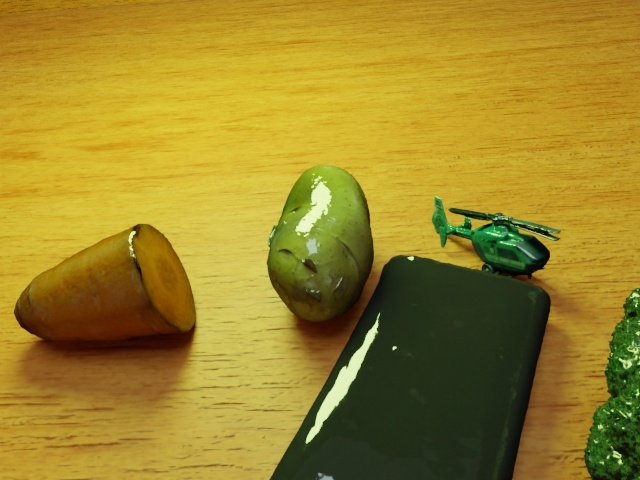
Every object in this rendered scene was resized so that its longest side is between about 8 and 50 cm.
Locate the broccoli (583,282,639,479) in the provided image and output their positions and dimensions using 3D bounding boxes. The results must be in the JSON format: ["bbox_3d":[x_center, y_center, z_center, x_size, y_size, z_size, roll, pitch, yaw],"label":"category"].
[{"bbox_3d":[0.381,0.168,0.476,0.283,0.321,0.304,20,18,-27],"label":"broccoli"}]

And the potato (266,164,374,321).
[{"bbox_3d":[0.000,0.000,0.786,0.143,0.169,0.248,19,48,-15],"label":"potato"}]

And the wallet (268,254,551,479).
[{"bbox_3d":[0.115,0.179,0.639,0.228,0.062,0.406,14,45,23],"label":"wallet"}]

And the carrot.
[{"bbox_3d":[-0.307,0.080,0.763,0.225,0.159,0.159,-18,40,3],"label":"carrot"}]

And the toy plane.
[{"bbox_3d":[0.243,0.000,0.811,0.060,0.096,0.235,-26,26,-26],"label":"toy plane"}]
